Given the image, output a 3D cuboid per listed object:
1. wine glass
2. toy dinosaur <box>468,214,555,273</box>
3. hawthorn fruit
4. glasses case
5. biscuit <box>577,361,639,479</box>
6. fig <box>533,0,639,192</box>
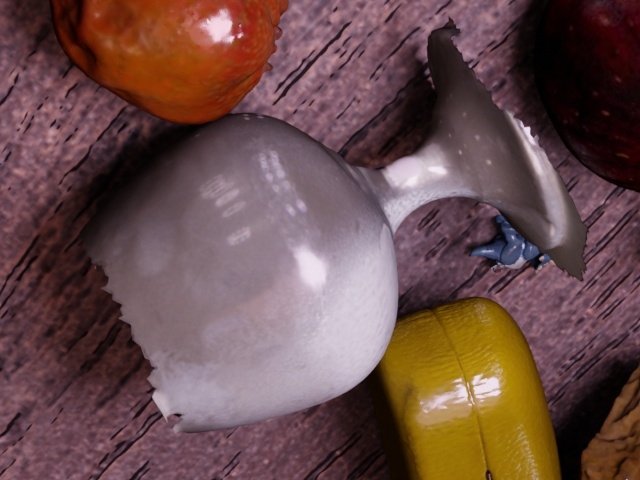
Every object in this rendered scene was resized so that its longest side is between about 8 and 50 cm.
[{"bbox_3d":[0.000,0.000,1.080,0.323,0.238,0.238,-28,120,-4],"label":"wine glass"},{"bbox_3d":[0.169,0.006,1.242,0.083,0.030,0.047,4,113,-17],"label":"toy dinosaur"},{"bbox_3d":[-0.162,-0.183,1.009,0.285,0.165,0.165,17,112,0],"label":"hawthorn fruit"},{"bbox_3d":[0.137,0.208,1.253,0.141,0.173,0.371,-17,122,-6],"label":"glasses case"},{"bbox_3d":[0.305,0.286,1.313,0.368,0.076,0.394,-51,136,-34],"label":"biscuit"},{"bbox_3d":[0.269,-0.103,1.091,0.203,0.249,0.186,25,117,-24],"label":"fig"}]
